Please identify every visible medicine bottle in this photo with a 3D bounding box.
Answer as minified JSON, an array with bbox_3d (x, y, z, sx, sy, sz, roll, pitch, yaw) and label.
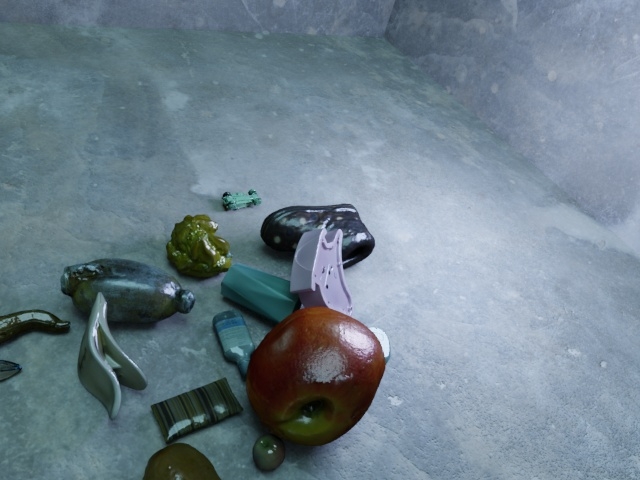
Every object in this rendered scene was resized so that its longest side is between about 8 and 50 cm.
[{"bbox_3d":[-0.233,0.290,1.437,0.090,0.054,0.209,-7,49,-29],"label":"medicine bottle"}]

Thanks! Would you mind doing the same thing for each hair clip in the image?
[{"bbox_3d":[-0.530,0.294,1.255,0.282,0.172,0.113,50,40,15],"label":"hair clip"}]

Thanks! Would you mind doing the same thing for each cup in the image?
[{"bbox_3d":[-0.173,0.159,1.553,0.235,0.148,0.134,24,68,11],"label":"cup"}]

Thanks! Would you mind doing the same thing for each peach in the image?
[{"bbox_3d":[-0.122,0.504,1.224,0.083,0.083,0.083,11,42,-10],"label":"peach"},{"bbox_3d":[-0.011,0.327,1.303,0.290,0.372,0.373,51,38,-17],"label":"peach"}]

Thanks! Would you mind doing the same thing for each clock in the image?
[{"bbox_3d":[0.019,0.096,1.570,0.080,0.275,0.290,-10,49,26],"label":"clock"}]

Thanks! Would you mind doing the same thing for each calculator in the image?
[{"bbox_3d":[0.168,0.326,1.572,0.095,0.021,0.153,14,38,-5],"label":"calculator"}]

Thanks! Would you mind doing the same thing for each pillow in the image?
[{"bbox_3d":[-0.306,0.418,1.282,0.203,0.038,0.113,-13,47,-32],"label":"pillow"}]

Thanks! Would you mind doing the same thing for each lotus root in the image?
[{"bbox_3d":[-0.520,0.144,1.416,0.349,0.175,0.175,13,41,-13],"label":"lotus root"}]

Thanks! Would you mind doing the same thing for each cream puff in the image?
[{"bbox_3d":[-0.384,0.008,1.600,0.194,0.195,0.221,-22,52,-37],"label":"cream puff"}]

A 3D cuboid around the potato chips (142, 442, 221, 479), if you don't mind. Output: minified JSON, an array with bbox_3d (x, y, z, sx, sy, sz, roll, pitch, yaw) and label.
[{"bbox_3d":[-0.302,0.537,1.147,0.150,0.049,0.201,-19,47,-42],"label":"potato chips"}]

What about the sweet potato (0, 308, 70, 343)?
[{"bbox_3d":[-0.768,0.219,1.312,0.233,0.062,0.081,-8,63,-33],"label":"sweet potato"}]

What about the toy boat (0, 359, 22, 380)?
[{"bbox_3d":[-0.812,0.312,1.194,0.210,0.066,0.085,-1,77,-34],"label":"toy boat"}]

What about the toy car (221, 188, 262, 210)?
[{"bbox_3d":[-0.289,-0.147,1.893,0.143,0.054,0.073,-11,47,-32],"label":"toy car"}]

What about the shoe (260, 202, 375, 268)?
[{"bbox_3d":[0.000,0.000,1.754,0.383,0.171,0.237,-6,47,-30],"label":"shoe"}]
